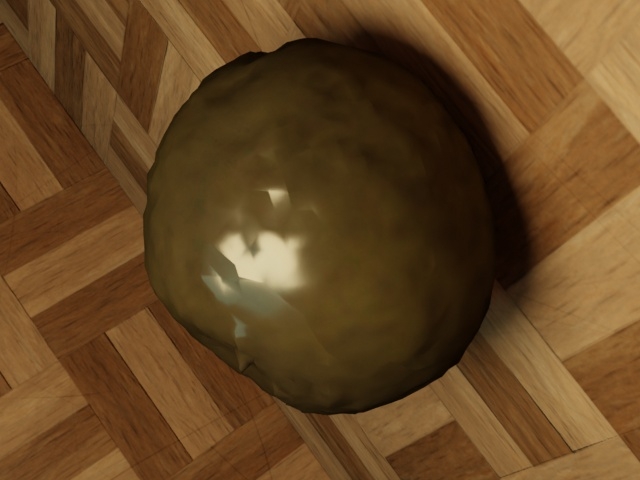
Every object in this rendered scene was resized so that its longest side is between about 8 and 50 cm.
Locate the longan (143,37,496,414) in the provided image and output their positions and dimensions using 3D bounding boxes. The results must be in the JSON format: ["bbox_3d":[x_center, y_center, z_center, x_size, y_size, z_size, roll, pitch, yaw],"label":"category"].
[{"bbox_3d":[-0.001,-0.001,1.063,0.404,0.404,0.436,10,124,57],"label":"longan"}]
